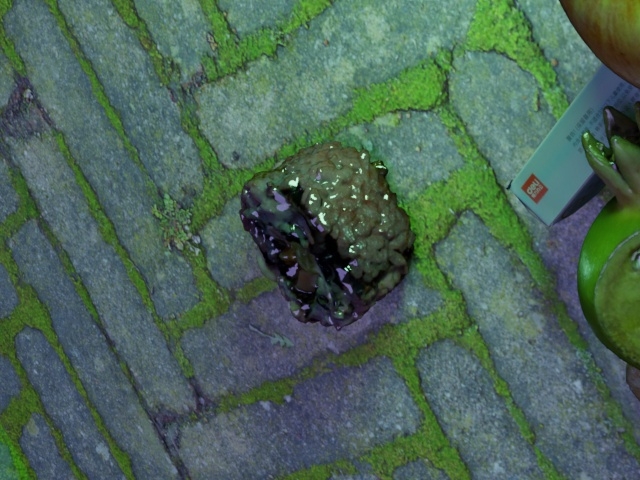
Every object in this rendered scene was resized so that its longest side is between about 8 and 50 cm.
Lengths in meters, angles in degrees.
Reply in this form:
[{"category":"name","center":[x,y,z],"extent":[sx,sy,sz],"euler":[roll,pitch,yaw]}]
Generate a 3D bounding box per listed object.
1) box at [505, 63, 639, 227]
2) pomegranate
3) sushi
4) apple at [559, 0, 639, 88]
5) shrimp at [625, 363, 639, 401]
[{"category":"box","center":[0.349,-0.140,1.720],"extent":[0.079,0.135,0.269],"euler":[46,135,14]},{"category":"pomegranate","center":[0.431,-0.015,1.631],"extent":[0.309,0.216,0.358],"euler":[-31,104,24]},{"category":"sushi","center":[0.000,0.000,2.083],"extent":[0.236,0.171,0.270],"euler":[-17,104,45]},{"category":"apple","center":[0.427,-0.335,1.430],"extent":[0.400,0.333,0.400],"euler":[19,114,53]},{"category":"shrimp","center":[0.474,0.147,1.820],"extent":[0.126,0.047,0.223],"euler":[33,134,19]}]
